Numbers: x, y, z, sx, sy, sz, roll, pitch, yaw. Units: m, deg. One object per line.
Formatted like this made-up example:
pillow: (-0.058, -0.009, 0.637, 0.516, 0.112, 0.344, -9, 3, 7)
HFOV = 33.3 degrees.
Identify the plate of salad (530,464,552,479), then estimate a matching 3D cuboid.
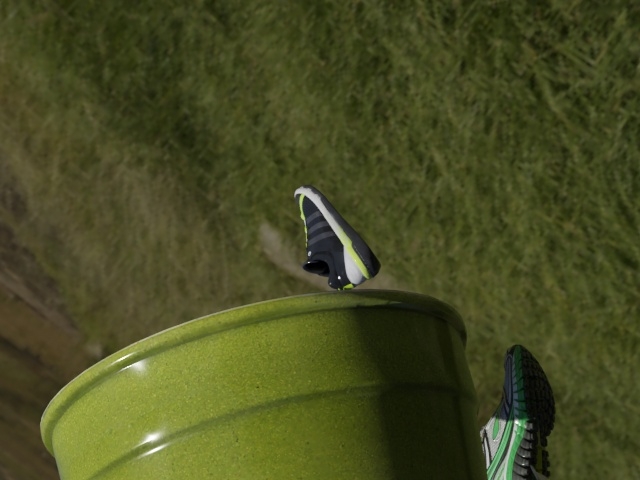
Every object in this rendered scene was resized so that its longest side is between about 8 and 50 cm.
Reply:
plate of salad: (0.314, 0.381, 1.371, 0.200, 0.048, 0.200, 59, -177, -6)

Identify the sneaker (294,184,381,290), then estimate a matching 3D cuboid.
sneaker: (0.000, 0.000, 1.653, 0.084, 0.097, 0.235, 52, 178, -43)

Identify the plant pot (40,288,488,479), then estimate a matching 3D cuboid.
plant pot: (-0.006, 0.277, 0.836, 0.366, 0.366, 0.353, 75, 179, -64)

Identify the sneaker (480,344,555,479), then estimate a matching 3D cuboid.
sneaker: (0.354, 0.356, 2.034, 0.146, 0.344, 0.134, -10, 144, 35)
